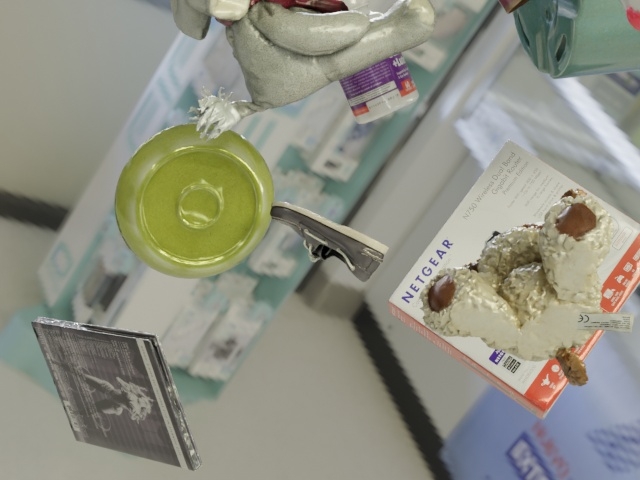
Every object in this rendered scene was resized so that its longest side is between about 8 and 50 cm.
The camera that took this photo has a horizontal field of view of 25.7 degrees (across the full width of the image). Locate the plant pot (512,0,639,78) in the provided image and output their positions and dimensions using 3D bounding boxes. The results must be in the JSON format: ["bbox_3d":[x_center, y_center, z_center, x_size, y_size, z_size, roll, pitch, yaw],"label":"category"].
[{"bbox_3d":[0.459,-0.379,1.969,0.334,0.341,0.341,-12,40,-11],"label":"plant pot"}]

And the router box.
[{"bbox_3d":[0.323,0.060,2.210,0.301,0.335,0.082,34,-11,13],"label":"router box"}]

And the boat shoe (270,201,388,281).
[{"bbox_3d":[0.000,0.000,1.968,0.206,0.065,0.075,23,0,35],"label":"boat shoe"}]

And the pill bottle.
[{"bbox_3d":[0.068,-0.288,2.170,0.193,0.108,0.108,66,23,-8],"label":"pill bottle"}]

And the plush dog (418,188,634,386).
[{"bbox_3d":[0.273,0.053,1.783,0.210,0.262,0.225,52,16,-21],"label":"plush dog"}]

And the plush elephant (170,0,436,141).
[{"bbox_3d":[-0.073,-0.314,1.808,0.272,0.330,0.255,17,-46,64],"label":"plush elephant"}]

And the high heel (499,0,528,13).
[{"bbox_3d":[0.269,-0.429,1.627,0.127,0.377,0.181,-33,85,-41],"label":"high heel"}]

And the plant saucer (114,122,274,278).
[{"bbox_3d":[-0.181,-0.053,2.066,0.241,0.241,0.037,25,8,-21],"label":"plant saucer"}]

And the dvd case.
[{"bbox_3d":[-0.232,0.169,1.577,0.221,0.164,0.018,4,28,45],"label":"dvd case"}]

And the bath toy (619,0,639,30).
[{"bbox_3d":[0.330,-0.198,1.072,0.129,0.151,0.348,65,-10,-11],"label":"bath toy"}]
